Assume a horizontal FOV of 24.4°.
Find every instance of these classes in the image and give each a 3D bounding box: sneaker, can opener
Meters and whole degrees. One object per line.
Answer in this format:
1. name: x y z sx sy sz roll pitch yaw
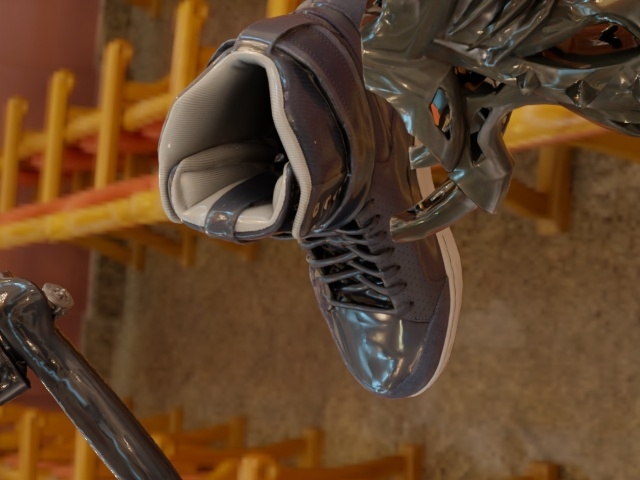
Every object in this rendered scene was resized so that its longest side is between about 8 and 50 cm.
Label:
1. sneaker: -0.002 -0.001 0.687 0.086 0.163 0.226 3 115 27
2. can opener: -0.141 0.089 0.857 0.073 0.186 0.059 -47 -9 5

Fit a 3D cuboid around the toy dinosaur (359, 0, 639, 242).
1. toy dinosaur: 0.122 -0.076 0.380 0.164 0.218 0.322 32 -123 -80
